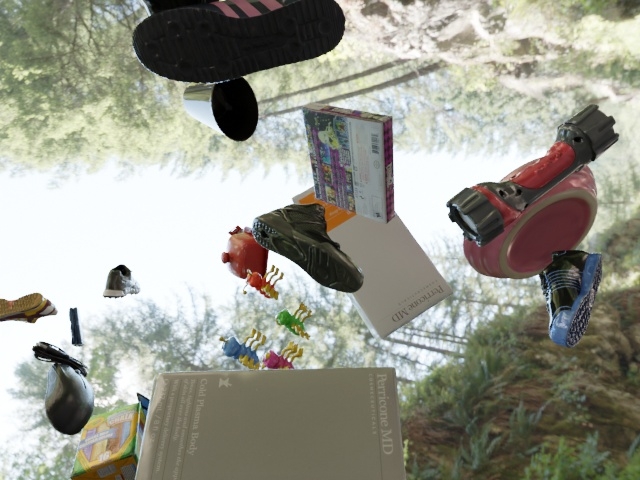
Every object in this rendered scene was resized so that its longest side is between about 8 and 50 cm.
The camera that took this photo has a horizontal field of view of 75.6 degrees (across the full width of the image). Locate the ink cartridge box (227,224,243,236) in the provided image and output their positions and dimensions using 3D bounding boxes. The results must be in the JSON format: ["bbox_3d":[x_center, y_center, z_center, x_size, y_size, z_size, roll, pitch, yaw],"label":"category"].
[{"bbox_3d":[-0.357,-0.019,1.836,0.063,0.029,0.115,-37,-32,3],"label":"ink cartridge box"}]

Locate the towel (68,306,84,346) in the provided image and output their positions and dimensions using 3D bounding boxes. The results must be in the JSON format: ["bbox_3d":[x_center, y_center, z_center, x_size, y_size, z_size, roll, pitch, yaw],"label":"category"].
[{"bbox_3d":[-0.754,0.268,1.272,0.029,0.067,0.119,-10,-108,-25],"label":"towel"}]

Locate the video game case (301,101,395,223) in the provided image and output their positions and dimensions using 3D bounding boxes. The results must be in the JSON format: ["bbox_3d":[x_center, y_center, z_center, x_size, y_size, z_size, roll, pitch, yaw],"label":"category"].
[{"bbox_3d":[0.062,-0.167,0.889,0.042,0.210,0.232,-39,-45,-33],"label":"video game case"}]

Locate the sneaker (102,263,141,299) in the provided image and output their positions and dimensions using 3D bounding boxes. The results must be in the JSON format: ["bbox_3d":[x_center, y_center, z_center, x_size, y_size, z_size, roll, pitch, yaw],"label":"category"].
[{"bbox_3d":[-0.647,0.130,1.365,0.234,0.078,0.106,168,106,-83],"label":"sneaker"}]

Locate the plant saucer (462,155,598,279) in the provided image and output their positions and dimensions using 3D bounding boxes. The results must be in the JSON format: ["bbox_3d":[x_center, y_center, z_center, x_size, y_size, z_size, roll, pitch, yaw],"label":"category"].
[{"bbox_3d":[0.491,-0.030,0.940,0.332,0.084,0.332,-12,-50,-15],"label":"plant saucer"}]

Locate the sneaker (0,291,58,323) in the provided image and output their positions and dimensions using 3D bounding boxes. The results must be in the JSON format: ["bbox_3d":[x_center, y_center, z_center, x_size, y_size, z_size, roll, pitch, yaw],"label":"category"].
[{"bbox_3d":[-0.786,0.191,1.074,0.083,0.186,0.069,72,-169,-48],"label":"sneaker"}]

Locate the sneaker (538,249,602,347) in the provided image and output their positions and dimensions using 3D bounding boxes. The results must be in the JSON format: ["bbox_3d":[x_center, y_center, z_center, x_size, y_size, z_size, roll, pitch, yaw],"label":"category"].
[{"bbox_3d":[0.443,0.099,0.756,0.232,0.090,0.081,-42,-58,-35],"label":"sneaker"}]

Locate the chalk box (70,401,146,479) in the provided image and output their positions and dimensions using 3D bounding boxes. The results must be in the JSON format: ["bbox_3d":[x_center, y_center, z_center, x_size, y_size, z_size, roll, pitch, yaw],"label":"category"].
[{"bbox_3d":[-0.652,0.664,1.331,0.179,0.289,0.180,-14,-64,-13],"label":"chalk box"}]

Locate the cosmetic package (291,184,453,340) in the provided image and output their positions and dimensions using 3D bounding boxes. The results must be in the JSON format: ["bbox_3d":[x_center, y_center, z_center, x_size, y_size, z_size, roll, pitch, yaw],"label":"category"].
[{"bbox_3d":[0.132,0.027,1.163,0.230,0.453,0.161,-32,-15,-6],"label":"cosmetic package"}]

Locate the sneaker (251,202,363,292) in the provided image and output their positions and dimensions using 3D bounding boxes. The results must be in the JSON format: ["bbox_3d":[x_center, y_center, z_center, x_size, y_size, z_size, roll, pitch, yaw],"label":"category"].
[{"bbox_3d":[0.000,0.000,0.742,0.130,0.228,0.087,-36,-35,-40],"label":"sneaker"}]

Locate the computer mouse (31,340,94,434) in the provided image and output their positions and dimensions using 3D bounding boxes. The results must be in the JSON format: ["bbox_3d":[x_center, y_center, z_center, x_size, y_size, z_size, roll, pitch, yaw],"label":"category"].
[{"bbox_3d":[-0.661,0.382,1.092,0.072,0.272,0.188,-37,-45,-7],"label":"computer mouse"}]

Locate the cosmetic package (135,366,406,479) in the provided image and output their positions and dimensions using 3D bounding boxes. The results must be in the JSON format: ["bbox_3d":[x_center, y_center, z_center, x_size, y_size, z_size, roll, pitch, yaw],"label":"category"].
[{"bbox_3d":[-0.039,0.199,0.402,0.107,0.238,0.127,77,-171,-54],"label":"cosmetic package"}]

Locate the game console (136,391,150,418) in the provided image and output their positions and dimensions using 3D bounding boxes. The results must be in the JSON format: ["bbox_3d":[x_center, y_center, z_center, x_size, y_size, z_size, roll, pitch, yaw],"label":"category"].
[{"bbox_3d":[-0.626,0.636,1.490,0.124,0.144,0.085,-61,-15,-17],"label":"game console"}]

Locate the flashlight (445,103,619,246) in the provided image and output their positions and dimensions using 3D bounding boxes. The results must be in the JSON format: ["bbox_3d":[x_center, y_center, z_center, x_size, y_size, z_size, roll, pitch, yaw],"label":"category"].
[{"bbox_3d":[0.366,-0.118,0.718,0.304,0.103,0.103,-38,-12,0],"label":"flashlight"}]

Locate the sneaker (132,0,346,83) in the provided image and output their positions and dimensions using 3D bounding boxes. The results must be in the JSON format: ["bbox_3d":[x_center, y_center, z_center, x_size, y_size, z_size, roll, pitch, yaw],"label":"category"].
[{"bbox_3d":[-0.128,-0.328,0.663,0.319,0.131,0.112,-10,-54,-10],"label":"sneaker"}]

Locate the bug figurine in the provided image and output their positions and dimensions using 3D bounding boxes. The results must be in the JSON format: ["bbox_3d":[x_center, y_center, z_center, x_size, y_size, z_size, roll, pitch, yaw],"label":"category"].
[{"bbox_3d":[-0.116,0.198,0.927,0.216,0.072,0.279,44,-147,-24],"label":"bug figurine"}]

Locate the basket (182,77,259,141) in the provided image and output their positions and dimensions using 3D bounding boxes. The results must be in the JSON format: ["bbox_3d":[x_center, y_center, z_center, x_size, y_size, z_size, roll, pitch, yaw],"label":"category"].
[{"bbox_3d":[-0.324,-0.428,1.300,0.154,0.227,0.204,-36,-49,-27],"label":"basket"}]

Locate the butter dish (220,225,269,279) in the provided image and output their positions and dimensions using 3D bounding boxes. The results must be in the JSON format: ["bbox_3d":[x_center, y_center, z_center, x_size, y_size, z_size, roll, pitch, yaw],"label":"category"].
[{"bbox_3d":[-0.228,0.047,1.181,0.118,0.160,0.159,-1,-75,-38],"label":"butter dish"}]

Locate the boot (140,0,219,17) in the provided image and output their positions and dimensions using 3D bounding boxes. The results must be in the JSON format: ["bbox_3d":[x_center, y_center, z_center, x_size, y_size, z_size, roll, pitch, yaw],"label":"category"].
[{"bbox_3d":[-0.303,-0.415,0.646,0.260,0.348,0.131,-8,-108,-35],"label":"boot"}]
